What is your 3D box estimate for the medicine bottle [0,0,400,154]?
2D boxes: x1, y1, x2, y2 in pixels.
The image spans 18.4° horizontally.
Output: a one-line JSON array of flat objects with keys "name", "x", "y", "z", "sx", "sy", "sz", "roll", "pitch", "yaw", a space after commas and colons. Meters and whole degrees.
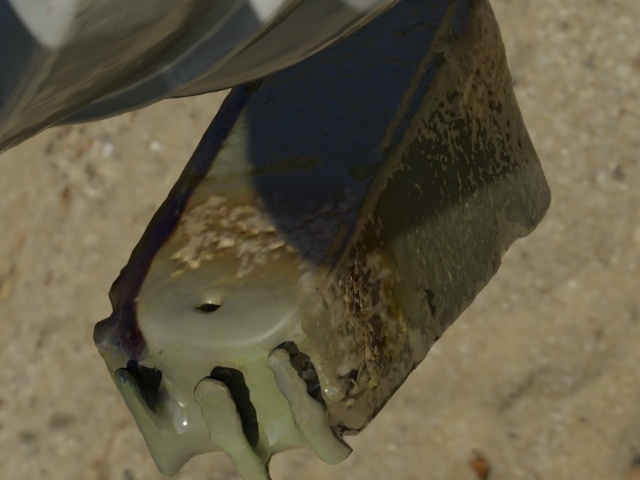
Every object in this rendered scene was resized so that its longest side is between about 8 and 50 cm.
[{"name": "medicine bottle", "x": -0.058, "y": -0.152, "z": 0.476, "sx": 0.245, "sy": 0.245, "sz": 0.306, "roll": -54, "pitch": -6, "yaw": 36}]

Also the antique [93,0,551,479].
[{"name": "antique", "x": 0.000, "y": 0.000, "z": 0.990, "sx": 0.125, "sy": 0.150, "sz": 0.284, "roll": -2, "pitch": 36, "yaw": 33}]

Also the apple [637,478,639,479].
[{"name": "apple", "x": 0.273, "y": 0.264, "z": 1.245, "sx": 0.301, "sy": 0.301, "sz": 0.301, "roll": -51, "pitch": 27, "yaw": 40}]
